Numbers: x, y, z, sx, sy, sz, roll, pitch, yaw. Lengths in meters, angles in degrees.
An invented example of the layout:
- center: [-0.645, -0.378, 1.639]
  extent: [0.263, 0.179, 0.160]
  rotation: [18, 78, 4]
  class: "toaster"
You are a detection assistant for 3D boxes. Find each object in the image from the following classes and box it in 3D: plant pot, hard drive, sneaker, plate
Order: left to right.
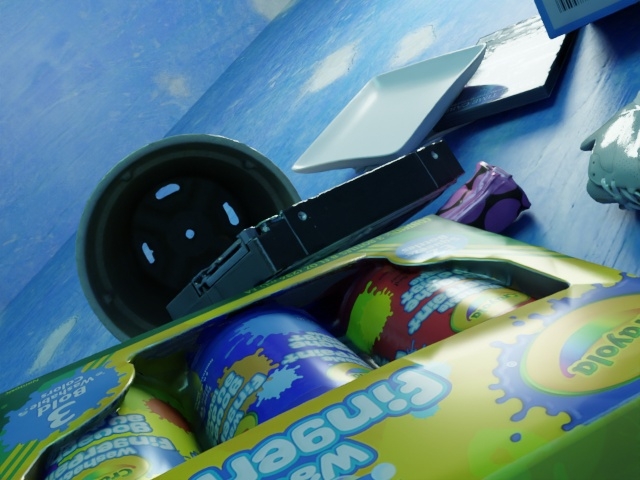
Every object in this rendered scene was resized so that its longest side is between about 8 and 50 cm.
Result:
- center: [-0.208, 0.003, 1.089]
  extent: [0.334, 0.334, 0.305]
  rotation: [-45, 14, -6]
  class: "plant pot"
- center: [0.000, 0.000, 0.814]
  extent: [0.339, 0.064, 0.237]
  rotation: [-26, -9, -41]
  class: "hard drive"
- center: [0.114, -0.204, 1.104]
  extent: [0.278, 0.045, 0.277]
  rotation: [0, 45, 53]
  class: "plate"
- center: [0.326, -0.057, 0.646]
  extent: [0.121, 0.099, 0.262]
  rotation: [-38, 17, 27]
  class: "sneaker"

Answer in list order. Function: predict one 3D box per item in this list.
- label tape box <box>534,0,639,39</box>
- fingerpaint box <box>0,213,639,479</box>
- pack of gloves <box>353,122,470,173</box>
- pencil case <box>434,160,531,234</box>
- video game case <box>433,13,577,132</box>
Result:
- center: [0.471, -0.419, 0.945]
  extent: [0.249, 0.115, 0.347]
  rotation: [-18, 13, 42]
  class: "label tape box"
- center: [0.004, 0.150, 0.472]
  extent: [0.444, 0.163, 0.371]
  rotation: [-22, 18, -15]
  class: "fingerpaint box"
- center: [0.155, -0.187, 1.158]
  extent: [0.232, 0.046, 0.195]
  rotation: [-25, 29, 12]
  class: "pack of gloves"
- center: [0.150, -0.007, 0.794]
  extent: [0.209, 0.098, 0.095]
  rotation: [-43, 54, 2]
  class: "pencil case"
- center: [0.305, -0.285, 1.073]
  extent: [0.196, 0.026, 0.274]
  rotation: [-12, 36, 43]
  class: "video game case"
